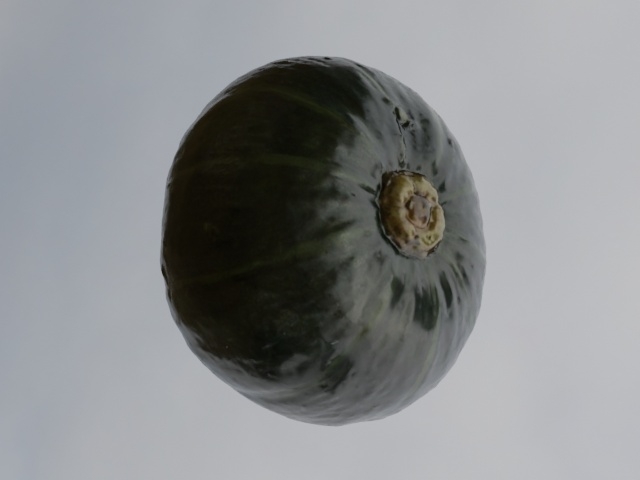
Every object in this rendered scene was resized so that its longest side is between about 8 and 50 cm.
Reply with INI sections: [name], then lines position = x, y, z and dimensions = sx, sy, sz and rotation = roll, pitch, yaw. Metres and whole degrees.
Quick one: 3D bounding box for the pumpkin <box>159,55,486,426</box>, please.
[pumpkin]
position = 0.003, 0.000, 0.621
dimensions = 0.125, 0.167, 0.167
rotation = -33, -138, 52
